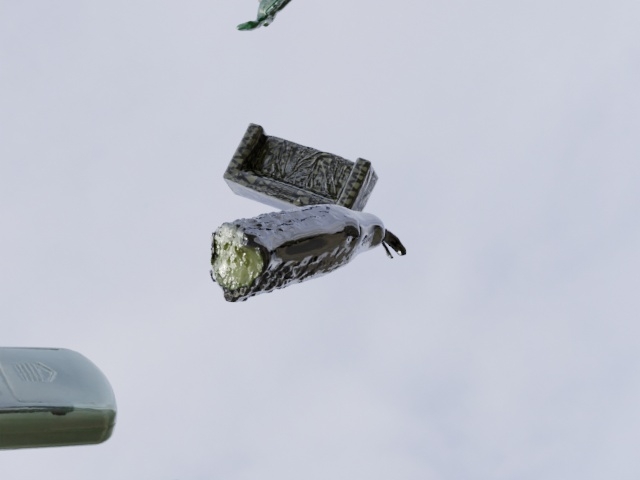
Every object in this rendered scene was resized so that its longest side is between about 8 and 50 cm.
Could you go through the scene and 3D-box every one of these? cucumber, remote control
[{"bbox_3d":[0.000,0.000,0.899,0.163,0.039,0.043,-17,-88,-58],"label":"cucumber"},{"bbox_3d":[-0.329,0.140,1.574,0.296,0.140,0.056,1,-65,-28],"label":"remote control"}]

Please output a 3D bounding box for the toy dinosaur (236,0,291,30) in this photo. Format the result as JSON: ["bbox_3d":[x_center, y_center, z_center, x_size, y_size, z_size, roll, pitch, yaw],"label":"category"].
[{"bbox_3d":[-0.028,-0.233,1.670,0.120,0.060,0.029,-38,-79,7],"label":"toy dinosaur"}]

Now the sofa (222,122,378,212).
[{"bbox_3d":[-0.016,-0.053,1.496,0.060,0.118,0.039,-64,-22,-16],"label":"sofa"}]
